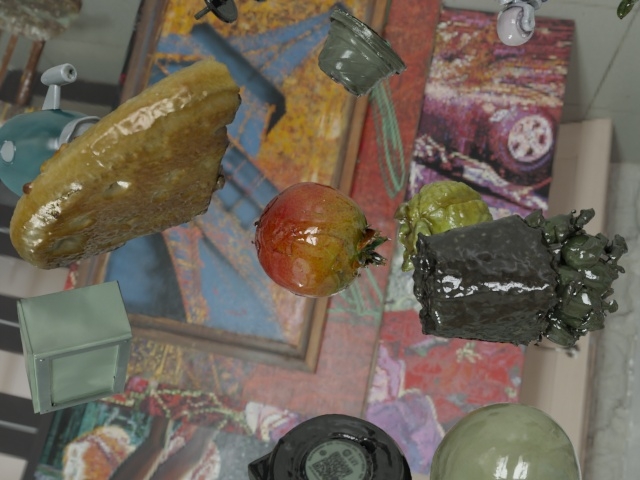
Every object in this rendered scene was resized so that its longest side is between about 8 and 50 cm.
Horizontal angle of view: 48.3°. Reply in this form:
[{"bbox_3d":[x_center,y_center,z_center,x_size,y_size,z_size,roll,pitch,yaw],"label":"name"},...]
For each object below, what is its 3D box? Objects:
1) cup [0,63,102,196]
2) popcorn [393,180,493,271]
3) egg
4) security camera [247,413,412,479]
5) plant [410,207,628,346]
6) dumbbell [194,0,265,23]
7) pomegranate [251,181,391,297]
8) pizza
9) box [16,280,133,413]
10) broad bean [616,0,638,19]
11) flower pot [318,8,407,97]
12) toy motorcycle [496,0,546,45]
[{"bbox_3d":[-0.431,-0.148,1.212,0.173,0.299,0.168,-1,-179,36],"label":"cup"},{"bbox_3d":[0.304,-0.015,1.729,0.270,0.258,0.224,44,144,-6],"label":"popcorn"},{"bbox_3d":[0.276,0.367,1.080,0.219,0.219,0.269,10,124,10],"label":"egg"},{"bbox_3d":[0.029,0.396,0.990,0.197,0.191,0.277,40,144,44],"label":"security camera"},{"bbox_3d":[0.137,0.025,0.491,0.143,0.092,0.094,-3,138,-6],"label":"plant"},{"bbox_3d":[-0.116,-0.339,0.966,0.147,0.069,0.069,-25,145,28],"label":"dumbbell"},{"bbox_3d":[0.000,0.000,1.256,0.235,0.210,0.210,4,161,17],"label":"pomegranate"},{"bbox_3d":[-0.238,-0.086,0.916,0.409,0.114,0.278,-35,168,32],"label":"pizza"},{"bbox_3d":[-0.344,0.157,0.999,0.130,0.086,0.225,-11,154,-25],"label":"box"},{"bbox_3d":[0.782,-0.622,1.761,0.048,0.070,0.213,22,169,9],"label":"broad bean"},{"bbox_3d":[0.086,-0.442,1.745,0.235,0.140,0.235,36,-173,-5],"label":"flower pot"},{"bbox_3d":[0.390,-0.504,1.388,0.113,0.254,0.112,13,170,2],"label":"toy motorcycle"}]
